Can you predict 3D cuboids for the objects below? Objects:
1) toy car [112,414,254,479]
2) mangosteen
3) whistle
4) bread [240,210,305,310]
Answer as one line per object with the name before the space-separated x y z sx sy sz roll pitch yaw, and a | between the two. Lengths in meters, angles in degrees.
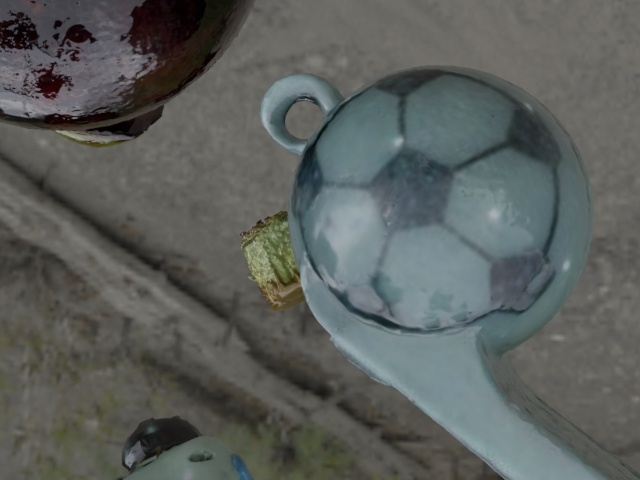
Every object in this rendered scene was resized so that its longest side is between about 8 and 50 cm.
toy car | -0.148 0.296 1.184 0.255 0.188 0.190 -37 111 3
mangosteen | -0.146 -0.156 0.726 0.228 0.228 0.265 10 155 -9
whistle | 0.084 0.011 0.652 0.290 0.163 0.163 39 158 12
bread | 0.000 0.000 1.039 0.128 0.069 0.140 -29 177 -4
